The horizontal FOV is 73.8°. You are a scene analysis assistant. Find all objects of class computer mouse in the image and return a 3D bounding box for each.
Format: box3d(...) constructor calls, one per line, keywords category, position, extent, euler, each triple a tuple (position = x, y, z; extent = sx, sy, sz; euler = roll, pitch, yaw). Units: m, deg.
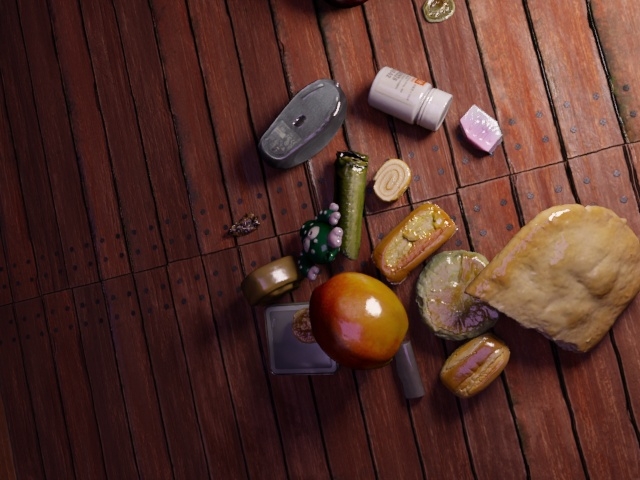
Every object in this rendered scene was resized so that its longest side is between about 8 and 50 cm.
box3d(category="computer mouse", position=(-0.062, -0.409, 1.528), extent=(0.374, 0.114, 0.203), euler=(-43, 77, 4))

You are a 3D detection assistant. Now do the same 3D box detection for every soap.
box3d(category="soap", position=(0.525, -0.357, 1.394), extent=(0.149, 0.056, 0.100), euler=(44, 103, 11))

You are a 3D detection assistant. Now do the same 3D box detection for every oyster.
box3d(category="oyster", position=(-0.293, -0.051, 1.636), extent=(0.086, 0.029, 0.132), euler=(42, 99, 11))

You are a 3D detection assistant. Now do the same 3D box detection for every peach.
box3d(category="peach", position=(0.115, 0.255, 1.386), extent=(0.332, 0.308, 0.307), euler=(37, 100, 5))

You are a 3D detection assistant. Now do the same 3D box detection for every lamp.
box3d(category="lamp", position=(-0.070, 0.360, 1.567), extent=(0.269, 0.047, 0.266), euler=(-5, 88, 15))

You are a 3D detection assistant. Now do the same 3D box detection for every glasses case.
box3d(category="glasses case", position=(0.301, 0.445, 1.470), extent=(0.072, 0.042, 0.190), euler=(-17, 86, 23))

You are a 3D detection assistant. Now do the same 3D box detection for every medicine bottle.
box3d(category="medicine bottle", position=(0.295, -0.465, 1.413), extent=(0.252, 0.144, 0.144), euler=(31, 98, 15))

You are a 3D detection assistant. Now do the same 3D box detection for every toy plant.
box3d(category="toy plant", position=(-0.002, 0.005, 1.439), extent=(0.232, 0.113, 0.243), euler=(-49, 33, 36))

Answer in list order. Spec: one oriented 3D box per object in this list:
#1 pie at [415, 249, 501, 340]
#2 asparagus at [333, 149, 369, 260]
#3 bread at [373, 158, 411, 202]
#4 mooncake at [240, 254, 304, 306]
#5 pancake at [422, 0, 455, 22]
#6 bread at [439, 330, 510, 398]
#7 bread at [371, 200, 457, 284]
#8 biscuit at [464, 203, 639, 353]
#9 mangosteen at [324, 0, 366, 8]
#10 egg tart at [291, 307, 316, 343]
box3d(category="pie", position=(0.455, 0.176, 1.398), extent=(0.307, 0.071, 0.305), euler=(-2, 85, 18))
box3d(category="asparagus", position=(0.097, -0.125, 1.489), extent=(0.129, 0.108, 0.381), euler=(7, 95, 36))
box3d(category="bread", position=(0.244, -0.205, 1.468), extent=(0.122, 0.073, 0.149), euler=(40, 98, 17))
box3d(category="mooncake", position=(-0.169, 0.149, 1.503), extent=(0.235, 0.235, 0.117), euler=(-30, 81, 14))
box3d(category="pancake", position=(0.400, -0.788, 1.446), extent=(0.108, 0.017, 0.107), euler=(-1, 86, 16))
box3d(category="bread", position=(0.499, 0.401, 1.379), extent=(0.140, 0.106, 0.236), euler=(43, 100, 13))
box3d(category="bread", position=(0.307, 0.006, 1.426), extent=(0.288, 0.119, 0.152), euler=(-43, 83, 12))
box3d(category="biscuit", position=(0.733, 0.115, 1.255), extent=(0.429, 0.104, 0.446), euler=(37, 102, -6))
box3d(category="mangosteen", position=(0.083, -0.933, 1.392), extent=(0.298, 0.293, 0.296), euler=(-1, 88, 26))
box3d(category="egg tart", position=(-0.038, 0.300, 1.507), extent=(0.131, 0.052, 0.130), euler=(0, 89, 15))
